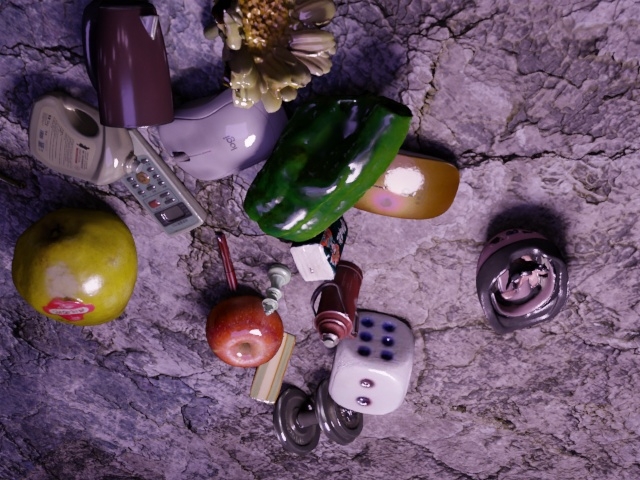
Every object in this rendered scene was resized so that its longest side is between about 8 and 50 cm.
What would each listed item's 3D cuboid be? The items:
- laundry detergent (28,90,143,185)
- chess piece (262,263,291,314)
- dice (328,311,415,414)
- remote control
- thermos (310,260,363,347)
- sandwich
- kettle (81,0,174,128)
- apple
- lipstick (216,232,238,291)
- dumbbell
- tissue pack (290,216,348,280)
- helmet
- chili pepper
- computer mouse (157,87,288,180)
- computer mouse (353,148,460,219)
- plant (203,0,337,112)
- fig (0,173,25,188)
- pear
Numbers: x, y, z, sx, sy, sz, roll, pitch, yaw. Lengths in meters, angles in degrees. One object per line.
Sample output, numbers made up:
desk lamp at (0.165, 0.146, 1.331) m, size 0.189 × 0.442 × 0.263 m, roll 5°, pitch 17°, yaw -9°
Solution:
laundry detergent at (-0.496, -0.208, 1.506) m, size 0.253 × 0.091 × 0.181 m, roll 24°, pitch 120°, yaw 9°
chess piece at (-0.111, 0.126, 1.691) m, size 0.059 × 0.149 × 0.059 m, roll 5°, pitch 132°, yaw 6°
dice at (0.127, 0.308, 1.763) m, size 0.194 × 0.193 × 0.192 m, roll 14°, pitch 132°, yaw 3°
remote control at (-0.388, -0.131, 1.611) m, size 0.123 × 0.038 × 0.285 m, roll -19°, pitch 123°, yaw 26°
thermos at (0.042, 0.159, 1.630) m, size 0.124 × 0.232 × 0.099 m, roll 37°, pitch 127°, yaw -19°
sandwich at (-0.127, 0.333, 1.859) m, size 0.079 × 0.163 × 0.113 m, roll 21°, pitch 130°, yaw -5°
kettle at (-0.378, -0.348, 1.362) m, size 0.202 × 0.144 × 0.232 m, roll 15°, pitch 114°, yaw 36°
apple at (-0.193, 0.225, 1.793) m, size 0.201 × 0.162 × 0.201 m, roll -1°, pitch 128°, yaw -1°
lipstick at (-0.231, 0.054, 1.741) m, size 0.027 × 0.027 × 0.176 m, roll 1°, pitch 128°, yaw 12°
dumbbell at (-0.010, 0.487, 1.945) m, size 0.290 × 0.192 × 0.192 m, roll -22°, pitch 121°, yaw 30°
tissue pack at (0.000, -0.001, 1.546) m, size 0.090 × 0.170 × 0.103 m, roll -9°, pitch 125°, yaw 19°
helmet at (0.428, 0.074, 1.532) m, size 0.198 × 0.154 × 0.253 m, roll -18°, pitch 145°, yaw 2°
chili pepper at (0.003, -0.147, 1.366) m, size 0.213 × 0.167 × 0.385 m, roll 39°, pitch 116°, yaw -9°
computer mouse at (-0.207, -0.213, 1.451) m, size 0.296 × 0.121 × 0.184 m, roll -15°, pitch 126°, yaw 22°
computer mouse at (0.135, -0.131, 1.475) m, size 0.310 × 0.072 × 0.158 m, roll 14°, pitch 129°, yaw 2°
plant at (-0.131, -0.401, 1.195) m, size 0.297 × 0.306 × 0.261 m, roll 26°, pitch 166°, yaw 26°
fig at (-0.803, -0.181, 1.638) m, size 0.124 × 0.124 × 0.236 m, roll -29°, pitch 142°, yaw 31°
pear at (-0.572, 0.077, 1.686) m, size 0.287 × 0.287 × 0.375 m, roll 3°, pitch 149°, yaw 10°
